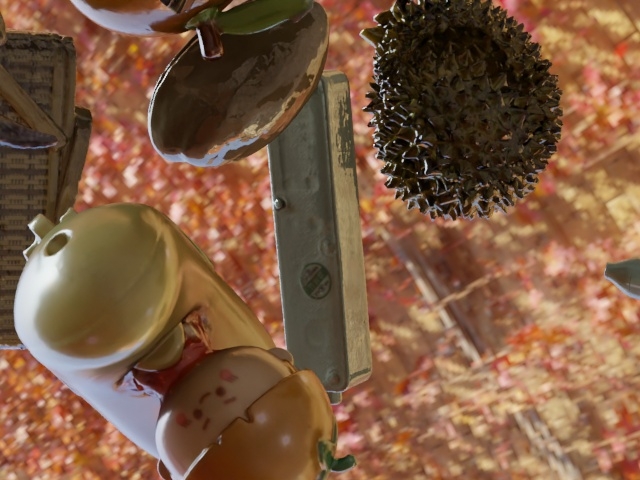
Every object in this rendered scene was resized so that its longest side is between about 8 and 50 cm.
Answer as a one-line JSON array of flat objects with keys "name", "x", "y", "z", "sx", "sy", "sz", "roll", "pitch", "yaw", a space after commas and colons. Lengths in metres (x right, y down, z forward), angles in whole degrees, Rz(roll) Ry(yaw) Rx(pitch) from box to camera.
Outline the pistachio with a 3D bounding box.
[{"name": "pistachio", "x": -0.082, "y": -0.164, "z": 1.499, "sx": 0.136, "sy": 0.136, "sz": 0.226, "roll": 44, "pitch": -87, "yaw": -9}]

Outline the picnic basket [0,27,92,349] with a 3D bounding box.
[{"name": "picnic basket", "x": -0.335, "y": -0.062, "z": 1.386, "sx": 0.175, "sy": 0.228, "sz": 0.313, "roll": -1, "pitch": -81, "yaw": -28}]

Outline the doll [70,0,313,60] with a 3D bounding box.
[{"name": "doll", "x": -0.146, "y": -0.271, "z": 1.416, "sx": 0.213, "sy": 0.213, "sz": 0.236, "roll": -26, "pitch": -99, "yaw": -39}]

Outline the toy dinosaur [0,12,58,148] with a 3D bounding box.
[{"name": "toy dinosaur", "x": -0.346, "y": -0.117, "z": 1.059, "sx": 0.294, "sy": 0.077, "sz": 0.162, "roll": -4, "pitch": -146, "yaw": -15}]

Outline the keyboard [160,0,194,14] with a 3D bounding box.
[{"name": "keyboard", "x": -0.053, "y": -0.306, "z": 0.981, "sx": 0.106, "sy": 0.317, "sz": 0.027, "roll": 40, "pitch": -155, "yaw": 16}]

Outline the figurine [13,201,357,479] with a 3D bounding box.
[{"name": "figurine", "x": -0.081, "y": 0.081, "z": 0.868, "sx": 0.124, "sy": 0.324, "sz": 0.222, "roll": -42, "pitch": -104, "yaw": -7}]

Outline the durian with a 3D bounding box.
[{"name": "durian", "x": 0.178, "y": -0.168, "z": 1.783, "sx": 0.258, "sy": 0.258, "sz": 0.293, "roll": -16, "pitch": -86, "yaw": -38}]

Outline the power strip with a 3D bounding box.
[{"name": "power strip", "x": 0.000, "y": 0.000, "z": 1.650, "sx": 0.062, "sy": 0.091, "sz": 0.385, "roll": -17, "pitch": -76, "yaw": -52}]

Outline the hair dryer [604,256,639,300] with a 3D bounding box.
[{"name": "hair dryer", "x": 0.465, "y": 0.062, "z": 1.656, "sx": 0.237, "sy": 0.206, "sz": 0.075, "roll": 7, "pitch": -84, "yaw": -51}]
